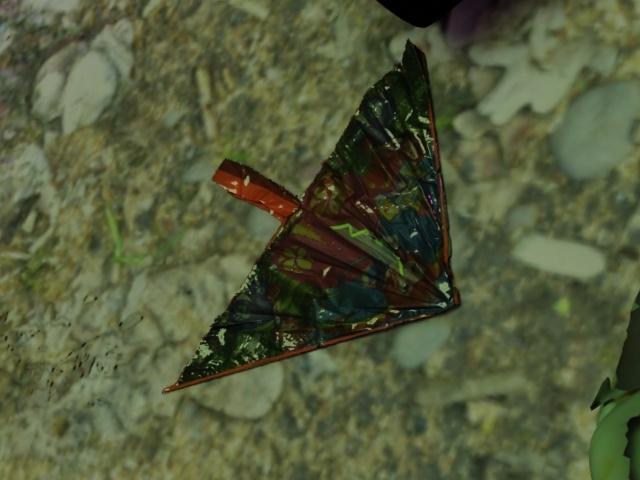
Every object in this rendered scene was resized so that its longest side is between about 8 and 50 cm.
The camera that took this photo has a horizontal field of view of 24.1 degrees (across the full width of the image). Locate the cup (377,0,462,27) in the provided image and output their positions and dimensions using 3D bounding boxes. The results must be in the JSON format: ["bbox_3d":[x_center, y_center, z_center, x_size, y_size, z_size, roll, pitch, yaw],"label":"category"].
[{"bbox_3d":[0.077,-0.223,0.778,0.177,0.239,0.166,-43,92,18],"label":"cup"}]

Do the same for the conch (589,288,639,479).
[{"bbox_3d":[0.196,0.049,0.533,0.250,0.137,0.143,-49,49,6],"label":"conch"}]

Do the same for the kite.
[{"bbox_3d":[0.000,0.000,0.783,0.189,0.009,0.232,33,89,41],"label":"kite"}]
